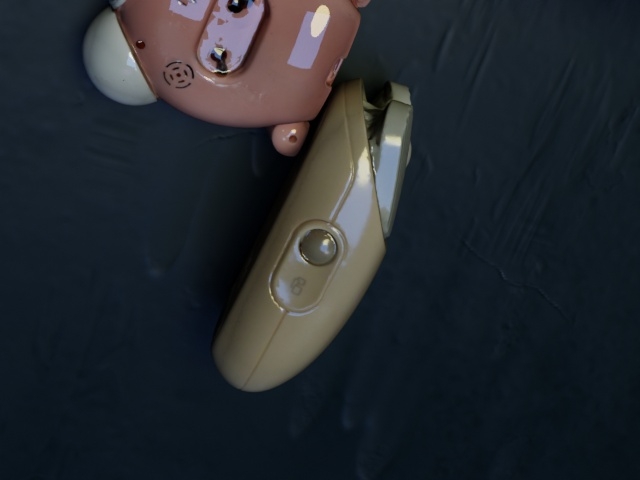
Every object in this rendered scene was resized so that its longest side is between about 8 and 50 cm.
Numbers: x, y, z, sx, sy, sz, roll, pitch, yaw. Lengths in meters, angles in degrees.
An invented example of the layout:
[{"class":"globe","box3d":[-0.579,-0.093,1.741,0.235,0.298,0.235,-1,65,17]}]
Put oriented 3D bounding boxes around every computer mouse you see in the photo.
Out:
[{"class":"computer mouse","box3d":[0.000,0.000,0.704,0.081,0.145,0.237,27,106,-6]}]

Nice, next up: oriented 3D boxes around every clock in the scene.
[{"class":"clock","box3d":[-0.061,-0.147,0.652,0.162,0.093,0.166,20,111,-17]}]
